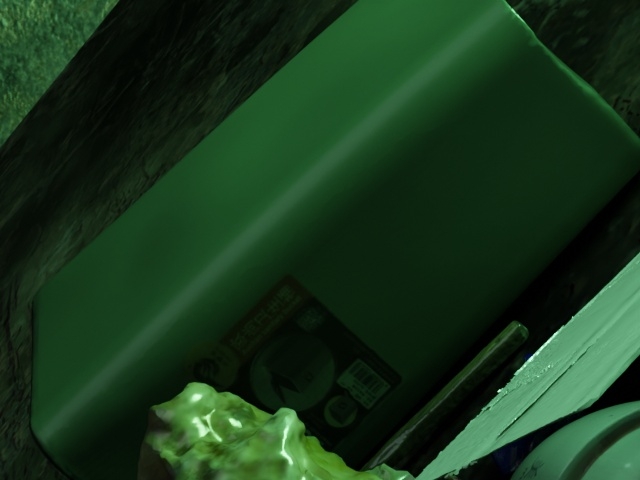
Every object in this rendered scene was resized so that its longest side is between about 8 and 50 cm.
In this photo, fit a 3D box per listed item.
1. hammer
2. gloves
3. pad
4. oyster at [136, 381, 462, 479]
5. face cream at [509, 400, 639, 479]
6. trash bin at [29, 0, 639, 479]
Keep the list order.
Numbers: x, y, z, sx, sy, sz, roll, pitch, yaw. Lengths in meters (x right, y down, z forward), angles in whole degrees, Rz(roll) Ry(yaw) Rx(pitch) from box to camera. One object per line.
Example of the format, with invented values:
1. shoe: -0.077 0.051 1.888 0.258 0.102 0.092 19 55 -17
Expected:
1. hammer: 0.003 0.147 0.895 0.292 0.029 0.058 -44 26 4
2. gloves: 0.107 0.080 0.804 0.064 0.026 0.086 -22 34 55
3. pad: 0.134 0.027 0.729 0.232 0.004 0.156 -40 1 -35
4. oyster: -0.015 0.191 0.728 0.238 0.114 0.351 -43 37 18
5. face cream: 0.120 0.112 0.591 0.117 0.117 0.104 -54 12 -10
6. trash bin: 0.000 0.000 0.980 0.343 0.158 0.223 -46 21 10
